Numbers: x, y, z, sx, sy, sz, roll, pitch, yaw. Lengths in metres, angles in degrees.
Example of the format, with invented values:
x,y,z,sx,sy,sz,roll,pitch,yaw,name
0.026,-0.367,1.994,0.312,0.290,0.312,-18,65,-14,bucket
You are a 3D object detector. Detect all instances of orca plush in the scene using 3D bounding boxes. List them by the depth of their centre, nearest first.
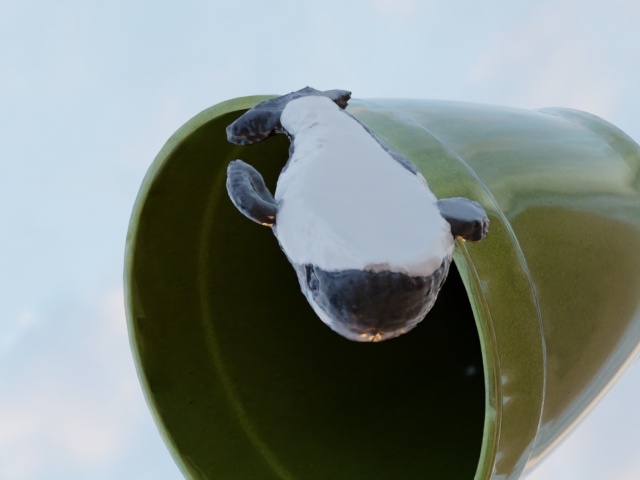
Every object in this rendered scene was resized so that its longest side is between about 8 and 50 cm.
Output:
x,y,z,sx,sy,sz,roll,pitch,yaw,name
0.000,0.000,1.058,0.151,0.287,0.102,0,-65,-27,orca plush

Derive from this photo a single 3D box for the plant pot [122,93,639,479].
x,y,z,sx,sy,sz,roll,pitch,yaw,name
0.099,0.040,1.391,0.353,0.366,0.366,-17,-49,-44,plant pot
